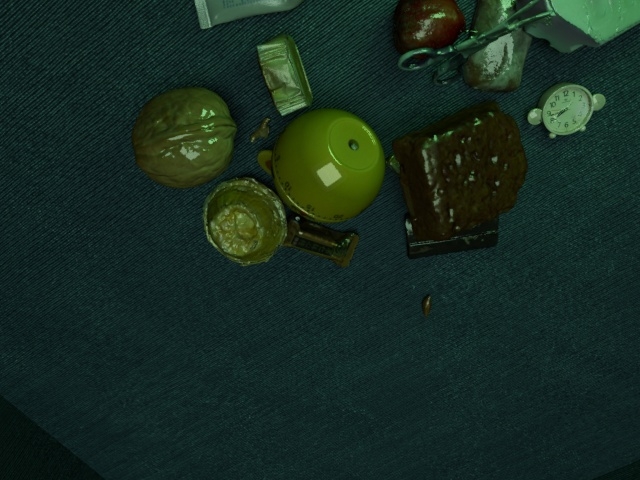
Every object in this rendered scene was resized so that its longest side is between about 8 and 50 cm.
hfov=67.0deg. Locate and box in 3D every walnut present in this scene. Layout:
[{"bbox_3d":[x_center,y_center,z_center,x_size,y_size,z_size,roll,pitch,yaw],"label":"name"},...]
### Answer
[{"bbox_3d":[-0.397,-0.300,1.429,0.313,0.277,0.252,-13,152,12],"label":"walnut"}]

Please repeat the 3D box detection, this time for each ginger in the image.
[{"bbox_3d":[-0.182,-0.344,1.536,0.048,0.030,0.097,45,107,11],"label":"ginger"}]

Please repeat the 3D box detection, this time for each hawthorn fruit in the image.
[{"bbox_3d":[0.317,-0.592,1.347,0.235,0.181,0.181,6,114,-3],"label":"hawthorn fruit"}]

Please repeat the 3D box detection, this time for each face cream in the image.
[{"bbox_3d":[-0.164,-0.737,1.320,0.420,0.137,0.235,-5,116,11],"label":"face cream"}]

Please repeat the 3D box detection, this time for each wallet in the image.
[{"bbox_3d":[0.454,-0.031,1.668,0.321,0.044,0.170,-8,112,3],"label":"wallet"}]

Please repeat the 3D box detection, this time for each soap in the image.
[{"bbox_3d":[0.756,-0.679,1.267,0.446,0.156,0.261,-29,112,1],"label":"soap"}]

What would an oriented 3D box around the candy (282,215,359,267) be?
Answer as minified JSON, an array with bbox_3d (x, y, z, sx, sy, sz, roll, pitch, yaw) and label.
[{"bbox_3d":[0.000,0.000,1.657,0.271,0.101,0.143,20,119,-15],"label":"candy"}]

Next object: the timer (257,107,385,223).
[{"bbox_3d":[0.006,-0.202,1.459,0.376,0.376,0.387,33,154,-14],"label":"timer"}]

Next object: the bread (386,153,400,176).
[{"bbox_3d":[0.253,-0.244,1.578,0.088,0.034,0.049,39,95,-20],"label":"bread"}]

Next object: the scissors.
[{"bbox_3d":[0.412,-0.522,1.276,0.383,0.256,0.029,-17,77,45],"label":"scissors"}]

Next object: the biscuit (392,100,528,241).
[{"bbox_3d":[0.428,-0.205,1.443,0.395,0.166,0.343,-27,111,-20],"label":"biscuit"}]

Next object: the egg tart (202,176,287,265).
[{"bbox_3d":[-0.261,-0.053,1.584,0.315,0.120,0.315,4,109,11],"label":"egg tart"}]

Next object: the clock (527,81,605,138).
[{"bbox_3d":[0.750,-0.404,1.489,0.229,0.063,0.156,-13,117,9],"label":"clock"}]

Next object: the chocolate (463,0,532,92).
[{"bbox_3d":[0.526,-0.582,1.392,0.185,0.100,0.303,6,111,1],"label":"chocolate"}]

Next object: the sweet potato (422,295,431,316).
[{"bbox_3d":[0.396,0.246,1.801,0.034,0.034,0.095,2,114,-1],"label":"sweet potato"}]

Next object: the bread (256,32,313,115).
[{"bbox_3d":[-0.106,-0.473,1.386,0.109,0.192,0.210,-17,114,10],"label":"bread"}]
